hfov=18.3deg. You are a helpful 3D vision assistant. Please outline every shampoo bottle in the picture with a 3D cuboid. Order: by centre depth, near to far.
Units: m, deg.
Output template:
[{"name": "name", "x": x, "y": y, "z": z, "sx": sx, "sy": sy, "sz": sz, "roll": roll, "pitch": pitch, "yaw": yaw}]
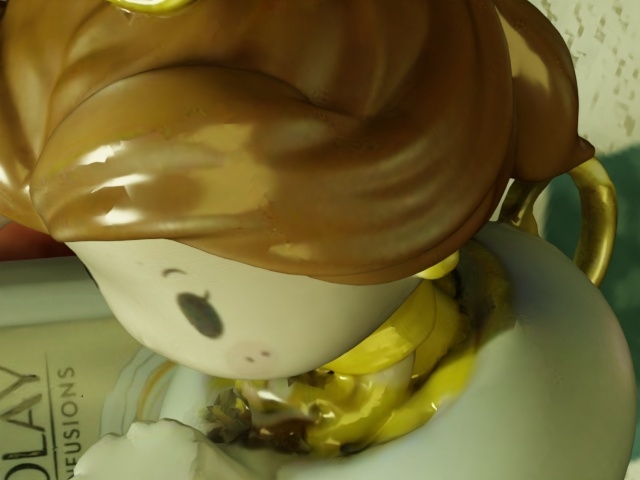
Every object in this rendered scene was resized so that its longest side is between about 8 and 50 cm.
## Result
[{"name": "shampoo bottle", "x": -0.049, "y": 0.044, "z": 0.636, "sx": 0.227, "sy": 0.056, "sz": 0.086, "roll": -4, "pitch": 113, "yaw": -8}]

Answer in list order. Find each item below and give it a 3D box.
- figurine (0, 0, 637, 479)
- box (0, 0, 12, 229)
[{"name": "figurine", "x": 0.000, "y": 0.000, "z": 0.509, "sx": 0.189, "sy": 0.142, "sz": 0.263, "roll": -46, "pitch": 132, "yaw": -28}, {"name": "box", "x": -0.088, "y": -0.133, "z": 0.524, "sx": 0.215, "sy": 0.086, "sz": 0.215, "roll": -37, "pitch": 127, "yaw": 4}]
